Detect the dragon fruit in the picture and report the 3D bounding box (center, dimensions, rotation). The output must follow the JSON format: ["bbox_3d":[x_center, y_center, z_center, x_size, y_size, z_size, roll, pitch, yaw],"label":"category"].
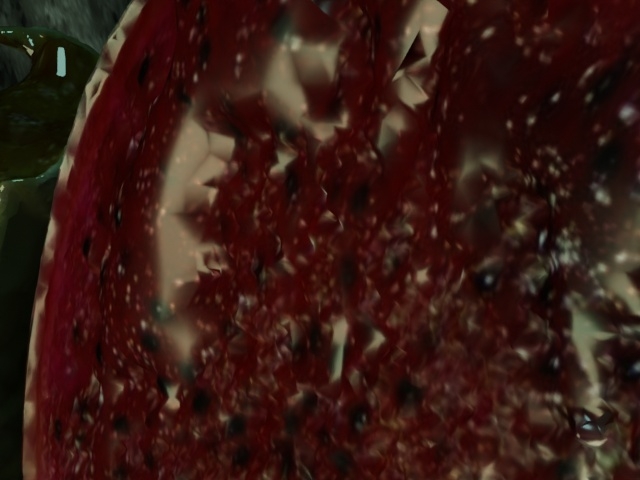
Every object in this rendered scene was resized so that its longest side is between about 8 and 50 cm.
[{"bbox_3d":[0.071,0.064,0.538,0.386,0.249,0.371,-37,57,48],"label":"dragon fruit"}]

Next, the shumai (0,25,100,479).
[{"bbox_3d":[-0.154,0.034,0.941,0.262,0.267,0.314,-35,37,54],"label":"shumai"}]
